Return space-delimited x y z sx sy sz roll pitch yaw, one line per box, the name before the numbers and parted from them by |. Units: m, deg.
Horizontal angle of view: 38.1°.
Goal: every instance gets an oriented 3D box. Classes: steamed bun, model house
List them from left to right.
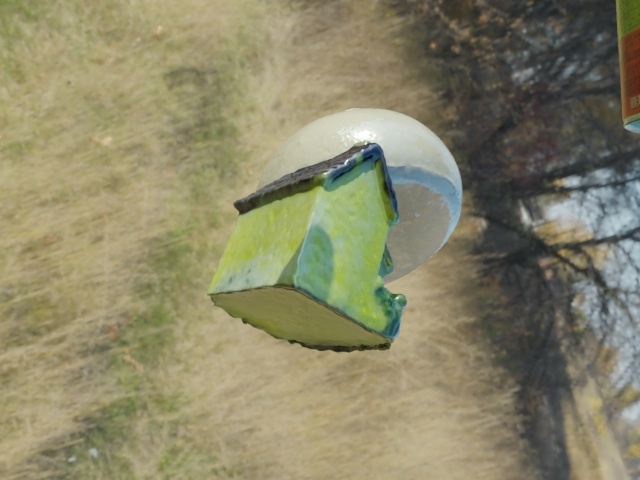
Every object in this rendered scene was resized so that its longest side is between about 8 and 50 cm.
model house | 0.000 0.000 1.045 0.170 0.194 0.211 29 66 -29
steamed bun | 0.043 -0.066 1.255 0.283 0.283 0.177 54 14 -54

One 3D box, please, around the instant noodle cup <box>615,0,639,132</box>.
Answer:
instant noodle cup | 0.546 -0.309 1.297 0.294 0.294 0.307 22 70 -74
